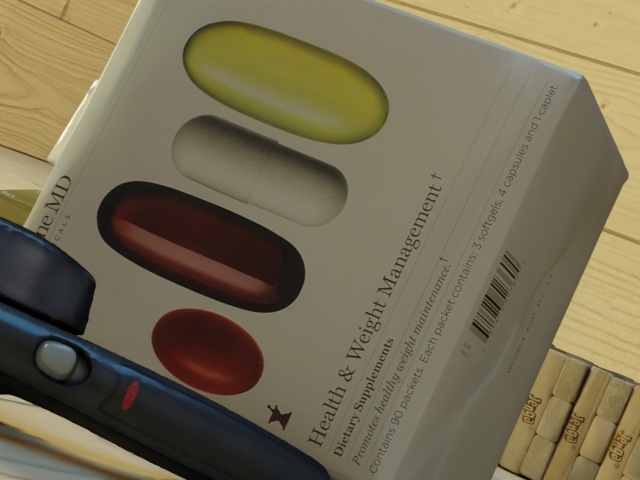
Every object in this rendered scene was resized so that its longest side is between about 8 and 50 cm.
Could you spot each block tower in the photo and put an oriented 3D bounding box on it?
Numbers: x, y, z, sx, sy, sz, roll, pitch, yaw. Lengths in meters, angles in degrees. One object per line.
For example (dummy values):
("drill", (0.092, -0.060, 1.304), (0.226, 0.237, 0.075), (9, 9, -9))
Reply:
("block tower", (0.251, 0.159, 1.145), (0.335, 0.091, 0.097), (24, 2, 34))

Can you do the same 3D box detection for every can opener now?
("can opener", (-0.077, 0.055, 0.642), (0.186, 0.073, 0.059), (31, -8, -9))

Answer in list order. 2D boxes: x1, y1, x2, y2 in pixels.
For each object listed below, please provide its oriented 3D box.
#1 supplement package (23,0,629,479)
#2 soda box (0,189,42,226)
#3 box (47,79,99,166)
("supplement package", (0.000, 0.000, 0.780), (0.203, 0.194, 0.149), (22, -8, 22))
("soda box", (-0.165, 0.007, 1.027), (0.058, 0.061, 0.181), (23, 1, -3))
("box", (-0.090, -0.008, 1.201), (0.063, 0.067, 0.324), (23, -12, 22))
